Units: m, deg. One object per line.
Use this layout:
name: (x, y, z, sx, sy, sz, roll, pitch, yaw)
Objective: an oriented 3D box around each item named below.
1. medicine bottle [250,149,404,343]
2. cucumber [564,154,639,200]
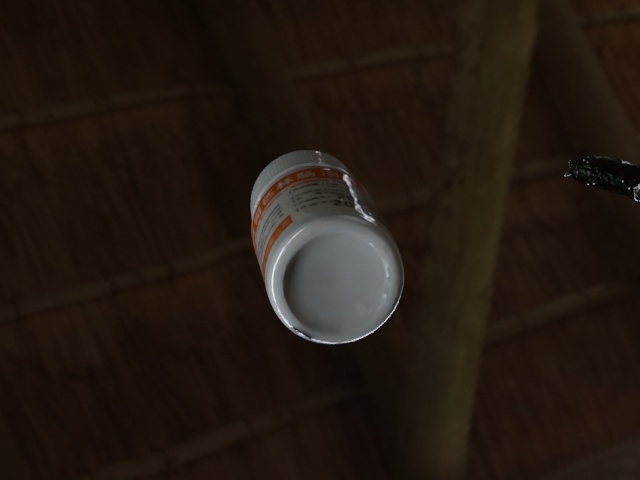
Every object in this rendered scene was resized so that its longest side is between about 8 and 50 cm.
medicine bottle: (0.000, 0.000, 1.620, 0.144, 0.252, 0.145, -2, -72, -6)
cucumber: (0.416, -0.092, 2.191, 0.053, 0.181, 0.053, -9, -72, -31)
